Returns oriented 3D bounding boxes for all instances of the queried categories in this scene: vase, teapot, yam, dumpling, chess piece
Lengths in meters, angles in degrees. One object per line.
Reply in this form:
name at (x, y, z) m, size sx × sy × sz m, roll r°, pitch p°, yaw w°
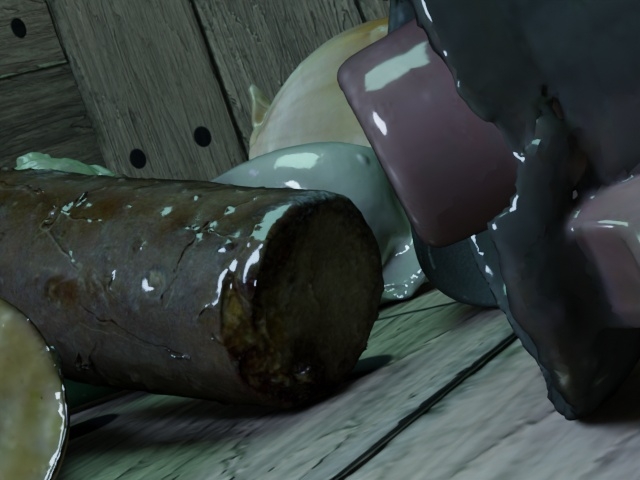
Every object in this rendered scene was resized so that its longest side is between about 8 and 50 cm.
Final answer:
vase at (0.086, -0.044, 0.897) m, size 0.086 × 0.086 × 0.214 m, roll -19°, pitch 25°, yaw 4°
teapot at (0.191, -0.087, 0.519) m, size 0.362 × 0.305 × 0.376 m, roll -27°, pitch 33°, yaw 5°
yam at (-0.105, 0.023, 0.814) m, size 0.280 × 0.131 × 0.131 m, roll 6°, pitch 21°, yaw 40°
dumpling at (0.000, 0.000, 0.990) m, size 0.188 × 0.127 × 0.108 m, roll -9°, pitch -19°, yaw -2°
chess piece at (-0.193, 0.096, 0.747) m, size 0.137 × 0.137 × 0.301 m, roll -20°, pitch -7°, yaw -12°

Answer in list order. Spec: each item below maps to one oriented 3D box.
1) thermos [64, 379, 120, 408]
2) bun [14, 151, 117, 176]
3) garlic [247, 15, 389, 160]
thermos at (-0.188, 0.082, 0.965) m, size 0.188 × 0.073 × 0.083 m, roll -21°, pitch -34°, yaw -1°
bun at (-0.269, 0.005, 1.455) m, size 0.283 × 0.179 × 0.283 m, roll -18°, pitch 9°, yaw 3°
garlic at (0.116, -0.107, 1.129) m, size 0.313 × 0.249 × 0.286 m, roll -41°, pitch 10°, yaw 31°
